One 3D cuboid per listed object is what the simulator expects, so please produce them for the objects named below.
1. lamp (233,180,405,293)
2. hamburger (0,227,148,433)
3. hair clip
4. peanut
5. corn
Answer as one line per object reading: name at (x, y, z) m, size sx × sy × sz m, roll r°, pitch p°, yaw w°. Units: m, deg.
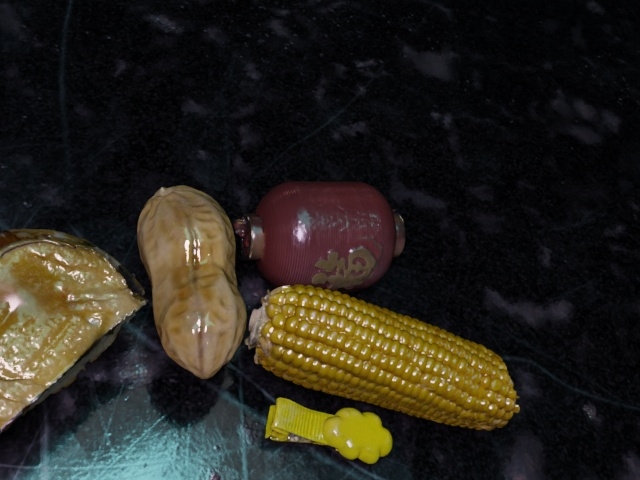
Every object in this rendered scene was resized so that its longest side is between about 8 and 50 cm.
lamp at (0.000, 0.000, 1.064) m, size 0.258 × 0.180 × 0.180 m, roll -2°, pitch 55°, yaw -19°
hamburger at (-0.374, 0.098, 0.841) m, size 0.211 × 0.132 × 0.309 m, roll 48°, pitch 57°, yaw -4°
hair clip at (0.016, 0.251, 0.952) m, size 0.173 × 0.046 × 0.072 m, roll 17°, pitch 55°, yaw -9°
peanut at (-0.175, 0.049, 0.972) m, size 0.147 × 0.147 × 0.305 m, roll -1°, pitch 55°, yaw -20°
corn at (0.087, 0.161, 0.988) m, size 0.388 × 0.144 × 0.143 m, roll 16°, pitch 51°, yaw -11°
